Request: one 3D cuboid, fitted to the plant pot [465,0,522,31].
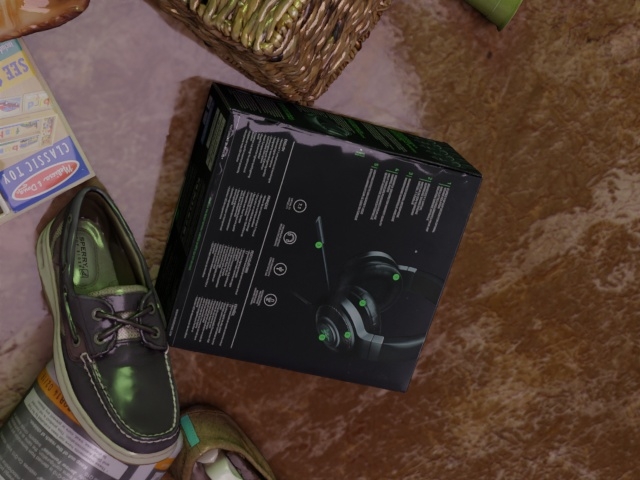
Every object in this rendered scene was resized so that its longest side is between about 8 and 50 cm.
[{"bbox_3d":[0.172,-0.274,1.295,0.079,0.083,0.083,26,93,-6],"label":"plant pot"}]

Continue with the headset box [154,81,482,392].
[{"bbox_3d":[0.000,0.000,1.253,0.283,0.131,0.246,12,106,-17],"label":"headset box"}]

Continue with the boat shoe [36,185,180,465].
[{"bbox_3d":[-0.197,0.072,1.163,0.102,0.285,0.092,-2,142,-29],"label":"boat shoe"}]

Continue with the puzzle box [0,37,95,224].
[{"bbox_3d":[-0.456,-0.086,1.169,0.408,0.052,0.272,-29,108,-8],"label":"puzzle box"}]

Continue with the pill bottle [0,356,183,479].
[{"bbox_3d":[-0.276,0.262,1.231,0.162,0.162,0.278,37,90,-19],"label":"pill bottle"}]

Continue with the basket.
[{"bbox_3d":[-0.028,-0.316,1.219,0.213,0.223,0.299,35,91,14],"label":"basket"}]

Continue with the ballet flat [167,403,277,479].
[{"bbox_3d":[-0.051,0.321,1.325,0.116,0.124,0.342,-34,108,-6],"label":"ballet flat"}]

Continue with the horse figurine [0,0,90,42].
[{"bbox_3d":[-0.347,-0.198,1.111,0.263,0.066,0.174,-46,111,-1],"label":"horse figurine"}]
